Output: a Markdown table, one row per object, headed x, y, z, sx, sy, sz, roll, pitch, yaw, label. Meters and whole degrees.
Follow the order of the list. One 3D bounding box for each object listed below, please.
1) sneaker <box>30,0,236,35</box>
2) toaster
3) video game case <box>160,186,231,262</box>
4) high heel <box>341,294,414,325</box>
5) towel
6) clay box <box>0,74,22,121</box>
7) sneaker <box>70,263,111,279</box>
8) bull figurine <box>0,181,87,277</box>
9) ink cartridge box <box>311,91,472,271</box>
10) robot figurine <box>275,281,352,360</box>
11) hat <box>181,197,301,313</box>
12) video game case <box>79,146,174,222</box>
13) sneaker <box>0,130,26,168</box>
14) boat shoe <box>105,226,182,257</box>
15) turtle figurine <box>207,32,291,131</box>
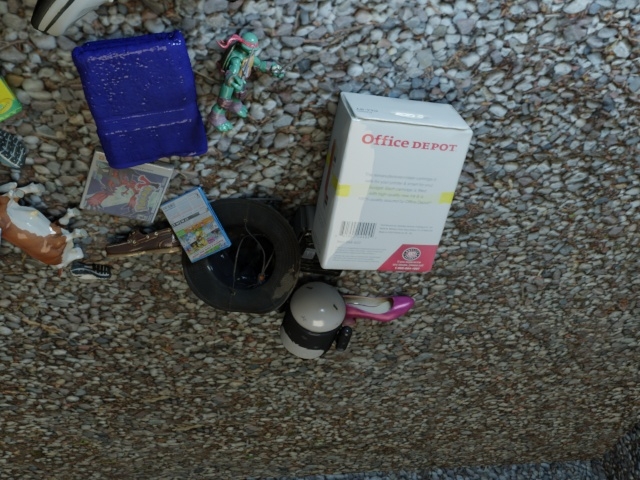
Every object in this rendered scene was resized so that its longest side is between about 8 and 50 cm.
| x | y | z | sx | sy | sz | roll | pitch | yaw | label |
| --- | --- | --- | --- | --- | --- | --- | --- | --- | --- |
| -0.285 | -0.455 | 1.217 | 0.448 | 0.169 | 0.257 | -33 | 132 | 24 | sneaker |
| 0.000 | 0.000 | 1.851 | 0.168 | 0.110 | 0.185 | 8 | 138 | -18 | toaster |
| -0.314 | -0.038 | 1.758 | 0.119 | 0.015 | 0.166 | -23 | 103 | 18 | video game case |
| 0.162 | 0.190 | 2.143 | 0.244 | 0.082 | 0.117 | -11 | 131 | 10 | high heel |
| -0.373 | -0.295 | 1.476 | 0.228 | 0.076 | 0.308 | -11 | 140 | -7 | towel |
| -0.700 | -0.306 | 1.386 | 0.127 | 0.053 | 0.222 | -31 | 139 | -8 | clay box |
| -0.630 | 0.089 | 1.919 | 0.109 | 0.040 | 0.044 | 11 | 153 | -16 | sneaker |
| -0.692 | -0.028 | 1.715 | 0.188 | 0.101 | 0.310 | -32 | 135 | 23 | bull figurine |
| 0.153 | -0.128 | 1.614 | 0.279 | 0.160 | 0.384 | 3 | 123 | -14 | ink cartridge box |
| -0.024 | 0.243 | 2.093 | 0.209 | 0.173 | 0.278 | 2 | 140 | -16 | robot figurine |
| -0.192 | 0.033 | 1.827 | 0.331 | 0.331 | 0.134 | -24 | -178 | 19 | hat |
| -0.471 | -0.130 | 1.688 | 0.184 | 0.023 | 0.201 | 12 | 137 | -22 | video game case |
| -0.727 | -0.210 | 1.534 | 0.073 | 0.063 | 0.162 | -27 | 129 | 37 | sneaker |
| -0.463 | 0.001 | 1.816 | 0.207 | 0.073 | 0.073 | -8 | 103 | 6 | boat shoe |
| -0.155 | -0.339 | 1.426 | 0.175 | 0.118 | 0.234 | -30 | 162 | -43 | turtle figurine |
